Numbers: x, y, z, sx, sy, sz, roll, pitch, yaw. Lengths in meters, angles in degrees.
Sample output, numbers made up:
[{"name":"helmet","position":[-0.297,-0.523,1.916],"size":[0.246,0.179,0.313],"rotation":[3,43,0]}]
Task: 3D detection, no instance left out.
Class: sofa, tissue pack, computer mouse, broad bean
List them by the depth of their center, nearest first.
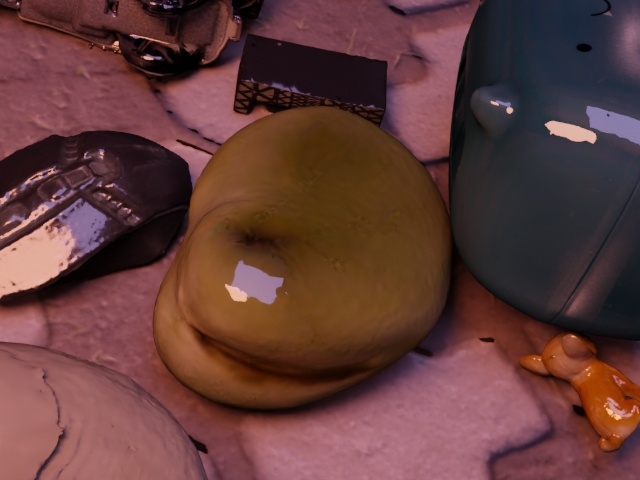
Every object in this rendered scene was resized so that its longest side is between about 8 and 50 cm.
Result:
[{"name":"broad bean","position":[0.000,0.000,0.802],"size":[0.189,0.121,0.263],"rotation":[29,49,3]},{"name":"computer mouse","position":[-0.168,-0.025,0.811],"size":[0.192,0.062,0.106],"rotation":[-26,63,-32]},{"name":"tissue pack","position":[0.188,-0.079,0.852],"size":[0.206,0.198,0.287],"rotation":[17,41,-4]},{"name":"sofa","position":[-0.007,-0.121,0.946],"size":[0.118,0.039,0.060],"rotation":[10,50,-7]}]

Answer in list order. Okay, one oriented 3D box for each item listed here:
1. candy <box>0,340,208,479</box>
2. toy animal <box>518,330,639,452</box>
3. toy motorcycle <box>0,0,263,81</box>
[{"name":"candy","position":[-0.177,0.168,0.561],"size":[0.296,0.185,0.295],"rotation":[-9,32,6]},{"name":"toy animal","position":[0.178,0.099,0.815],"size":[0.083,0.060,0.081],"rotation":[37,51,4]},{"name":"toy motorcycle","position":[-0.176,-0.216,0.943],"size":[0.263,0.091,0.157],"rotation":[15,46,-3]}]
